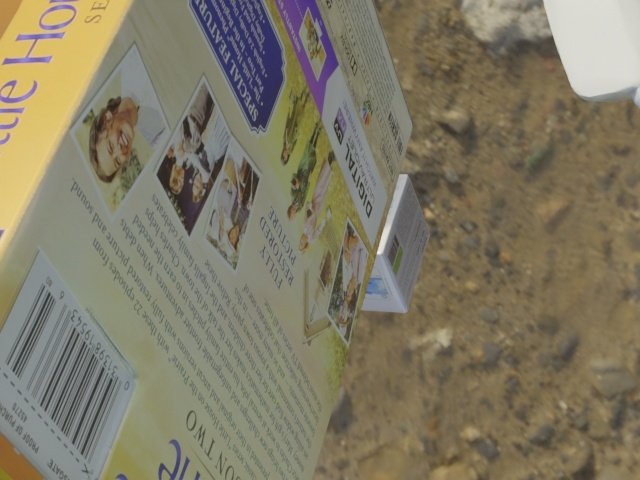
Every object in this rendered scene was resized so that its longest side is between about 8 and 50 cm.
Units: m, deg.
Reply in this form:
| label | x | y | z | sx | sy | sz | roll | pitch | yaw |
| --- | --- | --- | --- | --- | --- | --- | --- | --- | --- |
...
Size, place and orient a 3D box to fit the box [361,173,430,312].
| label | x | y | z | sx | sy | sz | roll | pitch | yaw |
| --- | --- | --- | --- | --- | --- | --- | --- | --- | --- |
| box | 0.000 | 0.000 | 1.327 | 0.203 | 0.114 | 0.103 | 2 | 141 | 24 |

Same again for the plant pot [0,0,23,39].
| label | x | y | z | sx | sy | sz | roll | pitch | yaw |
| --- | --- | --- | --- | --- | --- | --- | --- | --- | --- |
| plant pot | -0.354 | -0.127 | 1.128 | 0.291 | 0.203 | 0.290 | 4 | 100 | 27 |

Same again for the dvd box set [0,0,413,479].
| label | x | y | z | sx | sy | sz | roll | pitch | yaw |
| --- | --- | --- | --- | --- | --- | --- | --- | --- | --- |
| dvd box set | -0.057 | -0.006 | 0.607 | 0.062 | 0.420 | 0.307 | 1 | 143 | 23 |

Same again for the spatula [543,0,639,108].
| label | x | y | z | sx | sy | sz | roll | pitch | yaw |
| --- | --- | --- | --- | --- | --- | --- | --- | --- | --- |
| spatula | 0.185 | -0.033 | 0.475 | 0.168 | 0.019 | 0.242 | -13 | 79 | -25 |
